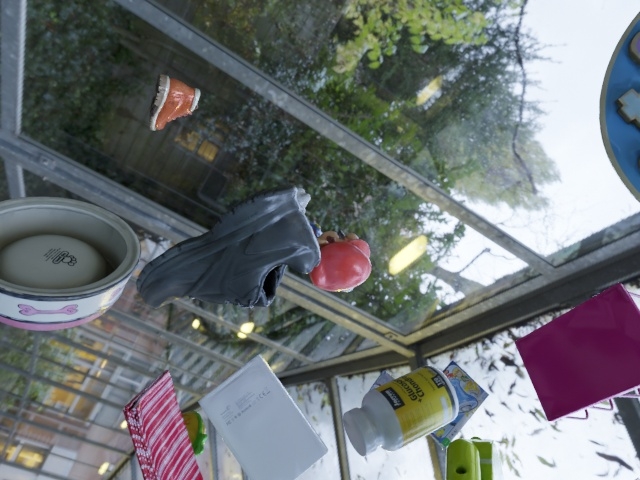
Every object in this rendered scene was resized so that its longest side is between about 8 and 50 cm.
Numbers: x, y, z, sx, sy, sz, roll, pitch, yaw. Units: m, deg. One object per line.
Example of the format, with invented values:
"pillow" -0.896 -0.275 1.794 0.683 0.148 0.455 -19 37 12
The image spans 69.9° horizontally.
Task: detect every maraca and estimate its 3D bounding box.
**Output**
"maraca" -0.350 0.526 1.208 0.127 0.099 0.185 -59 -149 -8

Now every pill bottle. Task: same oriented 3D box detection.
"pill bottle" 0.136 0.294 0.786 0.103 0.184 0.103 45 -36 48

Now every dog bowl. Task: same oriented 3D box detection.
"dog bowl" -0.688 0.058 1.179 0.408 0.407 0.151 -93 -156 -58

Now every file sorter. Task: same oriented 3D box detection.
"file sorter" 0.658 0.274 1.064 0.291 0.182 0.202 -48 -142 38

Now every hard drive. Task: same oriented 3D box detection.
"hard drive" -0.157 0.505 1.250 0.210 0.319 0.040 -37 171 -5

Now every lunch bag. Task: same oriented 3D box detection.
"lunch bag" 0.196 0.450 1.392 0.083 0.071 0.053 -49 169 -10

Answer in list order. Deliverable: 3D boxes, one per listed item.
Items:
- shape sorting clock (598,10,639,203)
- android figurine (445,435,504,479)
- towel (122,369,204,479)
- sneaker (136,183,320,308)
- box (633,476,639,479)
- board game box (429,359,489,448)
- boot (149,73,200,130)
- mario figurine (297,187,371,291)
"shape sorting clock" 0.292 -0.093 0.284 0.206 0.206 0.040 -56 163 16
"android figurine" 0.207 0.374 0.582 0.056 0.249 0.273 -10 -163 22
"towel" -0.311 0.428 0.940 0.031 0.275 0.199 -15 -177 3
"sneaker" -0.126 0.041 0.600 0.286 0.130 0.109 -28 -175 28
"box" 0.622 0.521 0.817 0.054 0.059 0.169 -44 -116 12
"board game box" 0.359 0.458 1.291 0.201 0.136 0.035 -40 161 -22
"boot" -0.289 -0.257 0.898 0.157 0.084 0.059 -27 -118 56
"mario figurine" 0.000 0.000 1.033 0.320 0.198 0.170 29 -87 42
